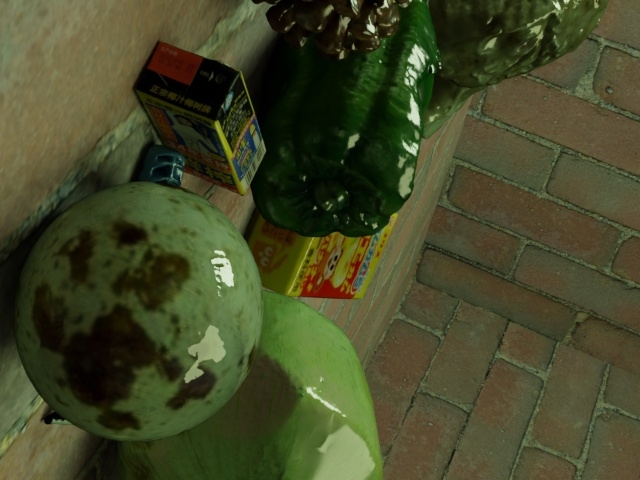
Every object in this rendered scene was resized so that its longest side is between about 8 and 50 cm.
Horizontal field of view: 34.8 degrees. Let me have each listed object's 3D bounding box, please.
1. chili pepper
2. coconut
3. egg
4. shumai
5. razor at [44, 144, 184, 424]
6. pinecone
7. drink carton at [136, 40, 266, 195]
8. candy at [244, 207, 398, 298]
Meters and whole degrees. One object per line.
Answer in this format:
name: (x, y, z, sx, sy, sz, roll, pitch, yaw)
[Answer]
chili pepper: (0.025, -0.162, 1.084, 0.213, 0.168, 0.384, -56, -168, 42)
coconut: (-0.072, 0.223, 1.065, 0.328, 0.281, 0.328, -42, -151, 31)
egg: (-0.123, 0.041, 0.719, 0.231, 0.169, 0.169, -89, -164, -64)
shumai: (0.240, -0.286, 1.448, 0.288, 0.330, 0.292, 83, -14, -46)
razor: (-0.166, 0.040, 0.860, 0.082, 0.042, 0.253, 9, 107, -37)
pinecone: (0.017, -0.245, 0.853, 0.195, 0.150, 0.179, 103, 14, -45)
drink carton: (-0.093, -0.097, 0.837, 0.165, 0.071, 0.056, 81, 30, -73)
candy: (0.000, 0.000, 1.348, 0.146, 0.088, 0.276, -68, 159, 3)
